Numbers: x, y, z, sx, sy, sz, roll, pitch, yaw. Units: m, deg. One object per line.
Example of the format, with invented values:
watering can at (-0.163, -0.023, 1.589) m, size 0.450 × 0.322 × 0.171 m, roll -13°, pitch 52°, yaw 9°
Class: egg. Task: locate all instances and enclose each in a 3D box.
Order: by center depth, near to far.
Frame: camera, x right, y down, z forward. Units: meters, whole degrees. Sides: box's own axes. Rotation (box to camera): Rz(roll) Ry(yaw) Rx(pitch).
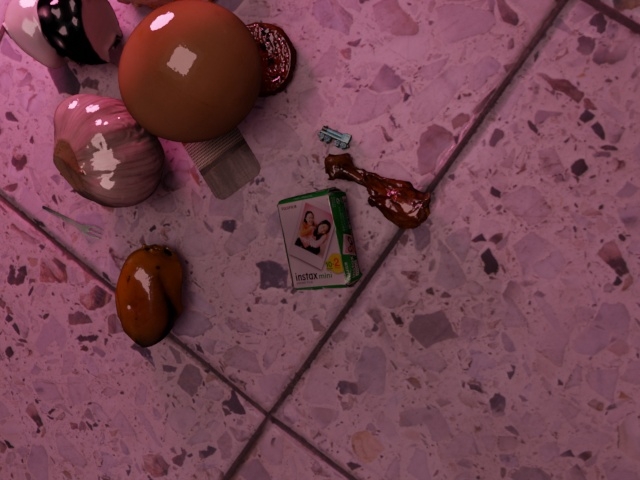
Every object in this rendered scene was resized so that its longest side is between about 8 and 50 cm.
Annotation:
egg at (-0.309, -0.386, 1.049) m, size 0.373 × 0.301 × 0.302 m, roll -17°, pitch 92°, yaw 43°

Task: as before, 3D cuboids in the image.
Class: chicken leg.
chicken leg at (0.140, -0.136, 1.116) m, size 0.304 × 0.093 × 0.113 m, roll 34°, pitch 85°, yaw 16°

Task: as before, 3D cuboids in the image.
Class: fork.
fork at (-0.777, -0.059, 1.368) m, size 0.234 × 0.021 × 0.039 m, roll 22°, pitch 97°, yaw 10°

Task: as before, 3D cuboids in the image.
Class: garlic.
garlic at (-0.553, -0.227, 1.185) m, size 0.317 × 0.259 × 0.318 m, roll 23°, pitch 136°, yaw 25°

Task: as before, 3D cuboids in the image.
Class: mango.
mango at (-0.486, 0.153, 1.256) m, size 0.201 × 0.153 × 0.288 m, roll 5°, pitch 100°, yaw 2°

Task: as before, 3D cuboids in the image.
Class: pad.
pad at (-0.230, -0.292, 1.195) m, size 0.323 × 0.055 × 0.250 m, roll -34°, pitch 87°, yaw 32°

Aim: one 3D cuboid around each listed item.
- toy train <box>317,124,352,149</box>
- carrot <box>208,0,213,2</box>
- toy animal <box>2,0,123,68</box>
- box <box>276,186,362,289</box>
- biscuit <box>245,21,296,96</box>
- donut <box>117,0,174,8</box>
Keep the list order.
toy train at (0.036, -0.268, 1.149) m, size 0.092 × 0.029 × 0.045 m, roll 26°, pitch 94°, yaw 11°
carrot at (-0.250, -0.708, 1.166) m, size 0.042 × 0.042 × 0.171 m, roll 45°, pitch 106°, yaw 5°
toy animal at (-0.702, -0.576, 1.211) m, size 0.266 × 0.212 × 0.213 m, roll 0°, pitch 96°, yaw 17°
box at (0.000, 0.000, 1.126) m, size 0.179 × 0.103 × 0.250 m, roll -9°, pitch 94°, yaw 31°
biscuit at (-0.155, -0.476, 1.162) m, size 0.191 × 0.049 × 0.192 m, roll 3°, pitch 104°, yaw 11°
donut at (-0.450, -0.797, 1.149) m, size 0.381 × 0.142 × 0.384 m, roll 1°, pitch 95°, yaw 14°
